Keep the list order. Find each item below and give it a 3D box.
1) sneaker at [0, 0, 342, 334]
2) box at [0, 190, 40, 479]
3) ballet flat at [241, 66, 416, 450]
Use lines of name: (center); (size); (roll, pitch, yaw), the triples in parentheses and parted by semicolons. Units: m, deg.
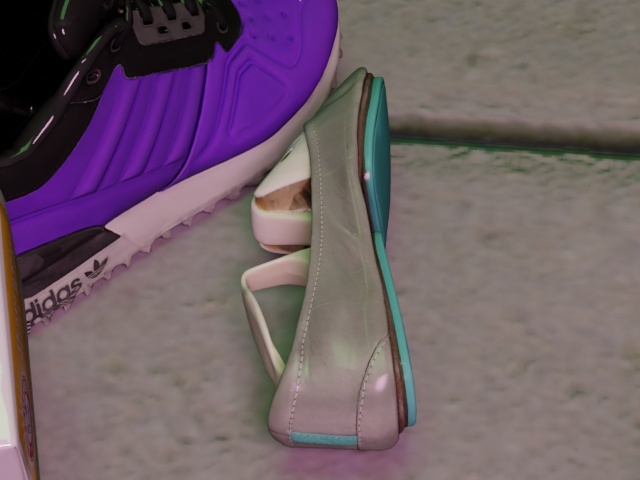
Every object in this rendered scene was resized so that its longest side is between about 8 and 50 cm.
sneaker: (-0.090, -0.080, 0.797); (0.102, 0.146, 0.293); (26, 50, 28)
box: (-0.208, 0.059, 0.660); (0.203, 0.103, 0.114); (-8, 61, -7)
ballet flat: (0.000, 0.000, 0.764); (0.068, 0.072, 0.213); (-5, 43, 2)
